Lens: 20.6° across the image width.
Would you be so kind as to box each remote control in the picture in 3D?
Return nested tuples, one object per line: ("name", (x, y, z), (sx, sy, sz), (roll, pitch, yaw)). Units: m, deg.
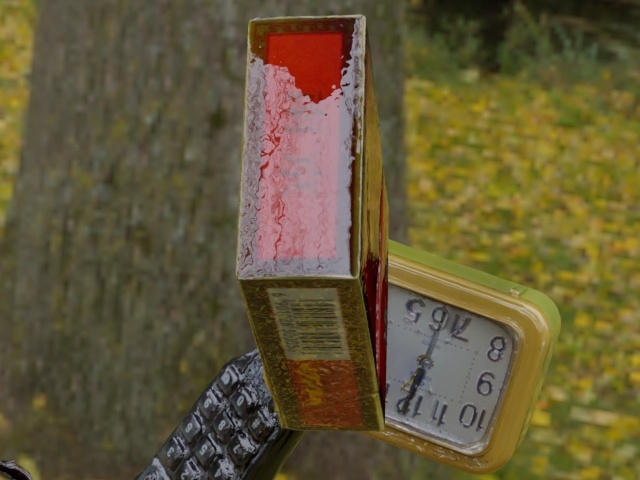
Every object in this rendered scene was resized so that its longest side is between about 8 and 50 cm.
("remote control", (-0.123, 0.241, 1.515), (0.062, 0.399, 0.144), (30, 12, -34))

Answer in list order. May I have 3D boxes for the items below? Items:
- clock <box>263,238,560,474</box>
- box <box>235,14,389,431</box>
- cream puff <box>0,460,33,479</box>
("clock", (0.070, 0.082, 1.344), (0.202, 0.143, 0.096), (18, 8, 12))
("box", (0.001, 0.000, 0.987), (0.074, 0.153, 0.240), (-4, -25, 3))
("cream puff", (-0.196, 0.185, 0.971), (0.104, 0.119, 0.133), (4, 46, -56))
